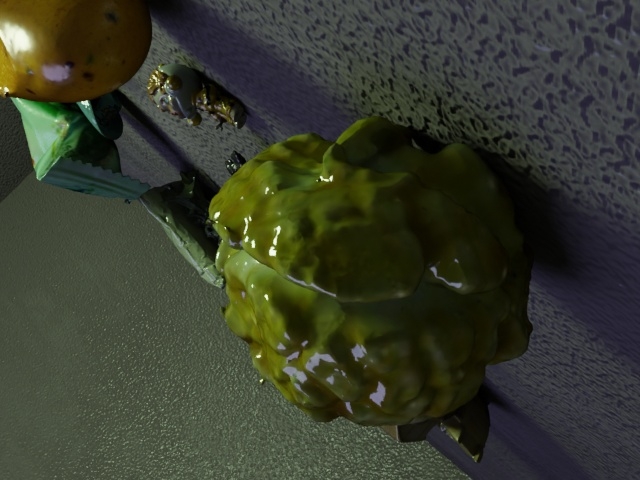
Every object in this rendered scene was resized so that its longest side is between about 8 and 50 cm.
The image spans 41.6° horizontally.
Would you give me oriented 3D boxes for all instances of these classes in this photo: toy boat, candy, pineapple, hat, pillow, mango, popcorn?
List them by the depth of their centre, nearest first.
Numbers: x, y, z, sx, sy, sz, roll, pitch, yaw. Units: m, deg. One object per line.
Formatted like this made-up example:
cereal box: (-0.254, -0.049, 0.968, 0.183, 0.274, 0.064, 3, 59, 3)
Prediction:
popcorn: (0.035, 0.022, 0.724, 0.282, 0.247, 0.282, 41, 153, 27)
mango: (-0.289, -0.244, 0.960, 0.290, 0.191, 0.160, 39, 147, 47)
toy boat: (0.162, 0.288, 1.585, 0.136, 0.162, 0.445, 50, 168, -26)
hat: (-0.457, -0.294, 1.727, 0.191, 0.078, 0.138, 50, -177, 23)
candy: (-0.557, -0.254, 1.793, 0.398, 0.172, 0.263, 61, -162, 21)
pineapple: (-0.220, -0.037, 1.833, 0.277, 0.119, 0.130, 47, -147, -22)
pillow: (-0.285, -0.020, 1.964, 0.274, 0.076, 0.281, 50, -166, -3)

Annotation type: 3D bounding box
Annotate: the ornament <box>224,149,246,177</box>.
ornament: (-0.021, -0.019, 1.205, 0.251, 0.106, 0.260, 29, 149, 29)

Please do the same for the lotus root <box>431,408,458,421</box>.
lotus root: (0.143, 0.208, 1.418, 0.241, 0.124, 0.123, 37, 151, 25)

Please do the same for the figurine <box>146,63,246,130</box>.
figurine: (-0.166, -0.190, 1.110, 0.143, 0.068, 0.101, 16, 159, 41)
